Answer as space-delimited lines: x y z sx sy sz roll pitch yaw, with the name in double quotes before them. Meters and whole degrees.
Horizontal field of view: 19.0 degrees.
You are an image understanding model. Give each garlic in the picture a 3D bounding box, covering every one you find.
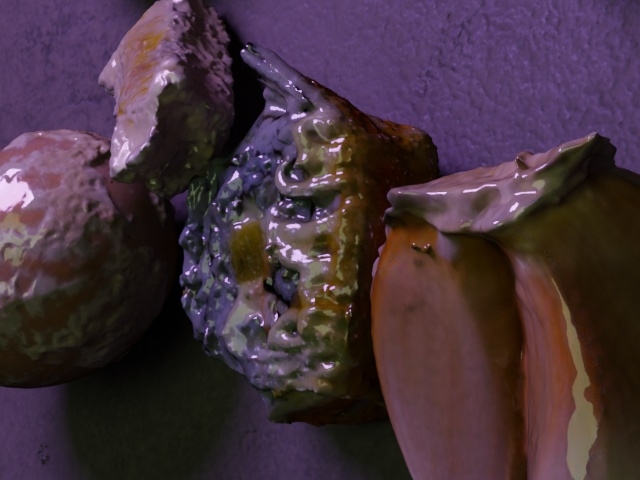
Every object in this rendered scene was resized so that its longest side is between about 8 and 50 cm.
"garlic" 0.153 0.094 1.215 0.286 0.249 0.313 -14 94 23

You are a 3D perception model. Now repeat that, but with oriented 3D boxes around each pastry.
"pastry" -0.118 -0.119 1.512 0.121 0.089 0.258 -64 18 17

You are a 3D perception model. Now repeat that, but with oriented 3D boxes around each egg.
"egg" -0.224 0.019 1.569 0.245 0.203 0.203 -47 55 27

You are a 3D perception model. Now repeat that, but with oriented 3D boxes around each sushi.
"sushi" 0.000 0.000 1.411 0.184 0.139 0.274 8 91 44
